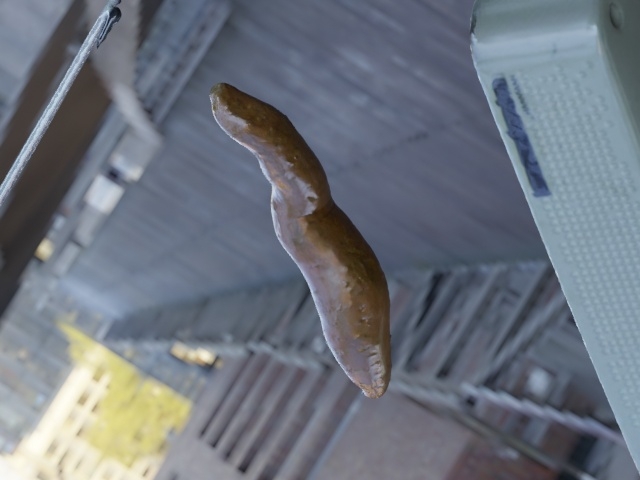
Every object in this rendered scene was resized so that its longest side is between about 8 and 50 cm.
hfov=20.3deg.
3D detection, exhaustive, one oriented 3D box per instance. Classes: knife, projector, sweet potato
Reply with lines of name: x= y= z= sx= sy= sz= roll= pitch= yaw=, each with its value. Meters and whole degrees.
knife: x=-0.181 y=0.015 z=0.919 sx=0.043 sy=0.336 sz=0.081 roll=33 pitch=-172 yaw=-10
projector: x=0.161 y=-0.052 z=0.696 sx=0.079 sy=0.259 sz=0.257 roll=-5 pitch=127 yaw=30
sweet potato: x=-0.001 y=-0.001 z=0.817 sx=0.044 sy=0.044 sz=0.179 roll=23 pitch=142 yaw=55
